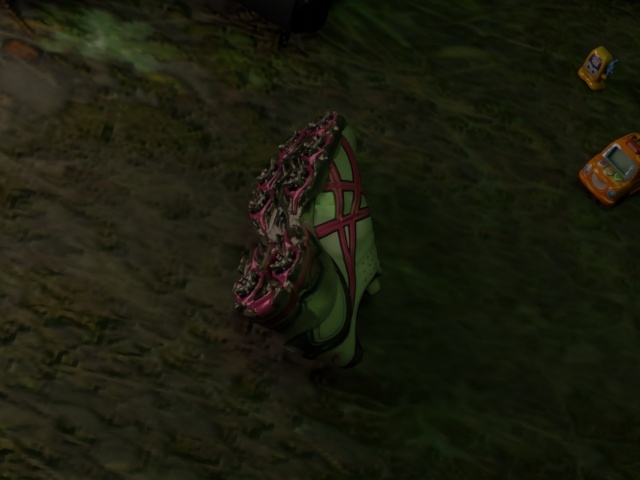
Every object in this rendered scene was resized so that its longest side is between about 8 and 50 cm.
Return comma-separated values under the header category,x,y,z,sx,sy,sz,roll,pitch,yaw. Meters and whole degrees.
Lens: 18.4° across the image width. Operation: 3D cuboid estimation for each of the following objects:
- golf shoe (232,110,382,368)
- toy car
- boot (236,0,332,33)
category,x,y,z,sx,sy,sz,roll,pitch,yaw
golf shoe,0.000,0.000,1.211,0.086,0.067,0.186,40,39,-26
toy car,0.191,-0.082,1.338,0.060,0.040,0.122,-10,58,-24
boot,-0.091,-0.203,1.308,0.207,0.094,0.246,32,45,13
